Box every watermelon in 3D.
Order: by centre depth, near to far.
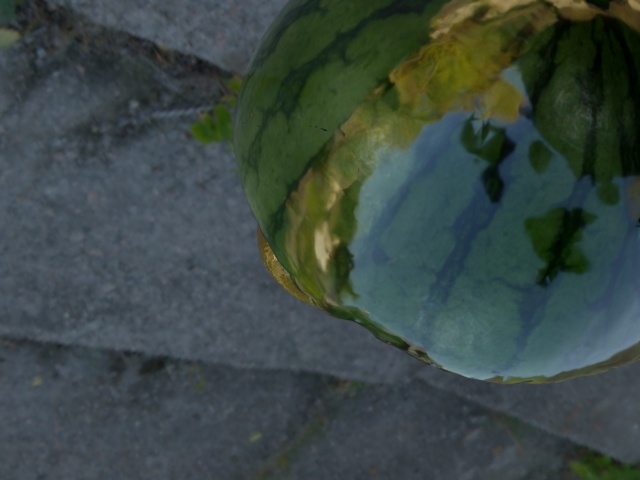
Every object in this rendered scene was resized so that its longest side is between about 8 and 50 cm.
[{"bbox_3d":[0.112,-0.088,0.706,0.330,0.331,0.189,-21,147,-16],"label":"watermelon"}]

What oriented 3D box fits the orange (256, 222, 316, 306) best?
[{"bbox_3d":[0.000,0.000,0.804,0.085,0.095,0.085,-25,-177,2],"label":"orange"}]
